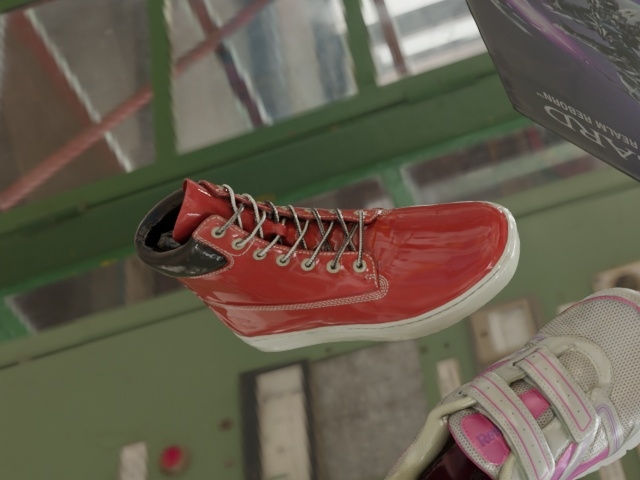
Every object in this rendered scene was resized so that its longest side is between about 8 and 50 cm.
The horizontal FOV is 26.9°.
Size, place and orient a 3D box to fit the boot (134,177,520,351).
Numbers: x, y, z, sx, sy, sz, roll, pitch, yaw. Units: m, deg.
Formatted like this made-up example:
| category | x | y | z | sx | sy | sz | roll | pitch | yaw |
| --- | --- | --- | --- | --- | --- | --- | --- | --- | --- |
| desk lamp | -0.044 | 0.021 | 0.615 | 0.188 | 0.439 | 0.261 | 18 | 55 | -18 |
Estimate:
| category | x | y | z | sx | sy | sz | roll | pitch | yaw |
| --- | --- | --- | --- | --- | --- | --- | --- | --- | --- |
| boot | 0.000 | 0.000 | 0.921 | 0.176 | 0.244 | 0.088 | 43 | 41 | -46 |

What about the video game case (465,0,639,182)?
| category | x | y | z | sx | sy | sz | roll | pitch | yaw |
| --- | --- | --- | --- | --- | --- | --- | --- | --- | --- |
| video game case | 0.098 | -0.056 | 0.303 | 0.196 | 0.026 | 0.274 | 35 | -6 | 29 |

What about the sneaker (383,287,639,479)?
| category | x | y | z | sx | sy | sz | roll | pitch | yaw |
| --- | --- | --- | --- | --- | --- | --- | --- | --- | --- |
| sneaker | 0.138 | 0.130 | 0.901 | 0.103 | 0.252 | 0.111 | 44 | 3 | 24 |
